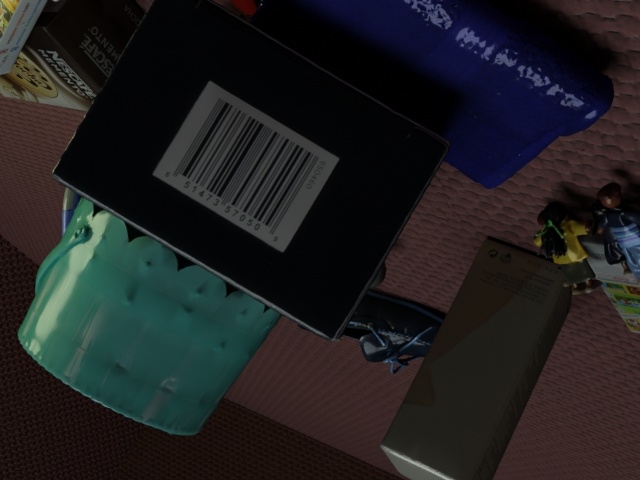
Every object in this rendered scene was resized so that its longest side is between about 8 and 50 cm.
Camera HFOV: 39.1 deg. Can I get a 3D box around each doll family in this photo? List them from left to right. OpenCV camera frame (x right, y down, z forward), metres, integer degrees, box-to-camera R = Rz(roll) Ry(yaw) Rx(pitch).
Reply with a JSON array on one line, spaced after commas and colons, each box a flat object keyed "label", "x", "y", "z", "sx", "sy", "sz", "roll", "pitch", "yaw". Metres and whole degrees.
[{"label": "doll family", "x": 0.292, "y": -0.005, "z": 0.962, "sx": 0.193, "sy": 0.076, "sz": 0.111, "roll": -18, "pitch": 100, "yaw": 51}]

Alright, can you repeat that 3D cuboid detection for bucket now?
[{"label": "bucket", "x": -0.196, "y": 0.082, "z": 1.039, "sx": 0.281, "sy": 0.183, "sz": 0.281, "roll": 31, "pitch": 180, "yaw": 0}]

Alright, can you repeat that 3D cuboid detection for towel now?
[{"label": "towel", "x": 0.096, "y": -0.180, "z": 0.839, "sx": 0.308, "sy": 0.076, "sz": 0.227, "roll": 31, "pitch": 158, "yaw": -8}]

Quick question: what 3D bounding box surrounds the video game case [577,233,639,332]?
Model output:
[{"label": "video game case", "x": 0.424, "y": 0.062, "z": 1.020, "sx": 0.227, "sy": 0.026, "sz": 0.206, "roll": 9, "pitch": 151, "yaw": 46}]

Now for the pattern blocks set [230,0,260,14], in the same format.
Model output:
[{"label": "pattern blocks set", "x": -0.152, "y": -0.356, "z": 0.805, "sx": 0.285, "sy": 0.026, "sz": 0.325, "roll": 34, "pitch": 163, "yaw": 7}]

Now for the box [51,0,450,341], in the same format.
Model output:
[{"label": "box", "x": -0.062, "y": -0.068, "z": 0.971, "sx": 0.293, "sy": 0.212, "sz": 0.395, "roll": 31, "pitch": 179, "yaw": -1}]

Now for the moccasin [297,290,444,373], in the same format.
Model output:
[{"label": "moccasin", "x": 0.112, "y": 0.172, "z": 1.612, "sx": 0.342, "sy": 0.117, "sz": 0.138, "roll": 16, "pitch": 156, "yaw": 36}]

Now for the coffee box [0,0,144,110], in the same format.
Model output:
[{"label": "coffee box", "x": -0.364, "y": -0.273, "z": 1.201, "sx": 0.297, "sy": 0.119, "sz": 0.168, "roll": 14, "pitch": 154, "yaw": 39}]

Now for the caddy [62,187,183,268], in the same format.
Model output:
[{"label": "caddy", "x": -0.271, "y": -0.055, "z": 1.284, "sx": 0.179, "sy": 0.341, "sz": 0.241, "roll": 19, "pitch": 155, "yaw": -12}]

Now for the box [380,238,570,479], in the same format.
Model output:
[{"label": "box", "x": 0.209, "y": 0.173, "z": 1.174, "sx": 0.121, "sy": 0.311, "sz": 0.148, "roll": 22, "pitch": 159, "yaw": 24}]

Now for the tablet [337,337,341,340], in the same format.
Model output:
[{"label": "tablet", "x": -0.020, "y": 0.082, "z": 0.947, "sx": 0.083, "sy": 0.006, "sz": 0.054, "roll": 29, "pitch": 179, "yaw": 30}]

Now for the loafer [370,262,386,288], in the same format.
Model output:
[{"label": "loafer", "x": 0.000, "y": 0.000, "z": 1.425, "sx": 0.267, "sy": 0.096, "sz": 0.084, "roll": 28, "pitch": -178, "yaw": 28}]

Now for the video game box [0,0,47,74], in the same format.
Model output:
[{"label": "video game box", "x": -0.400, "y": -0.321, "z": 1.038, "sx": 0.205, "sy": 0.048, "sz": 0.187, "roll": 58, "pitch": 141, "yaw": 3}]
